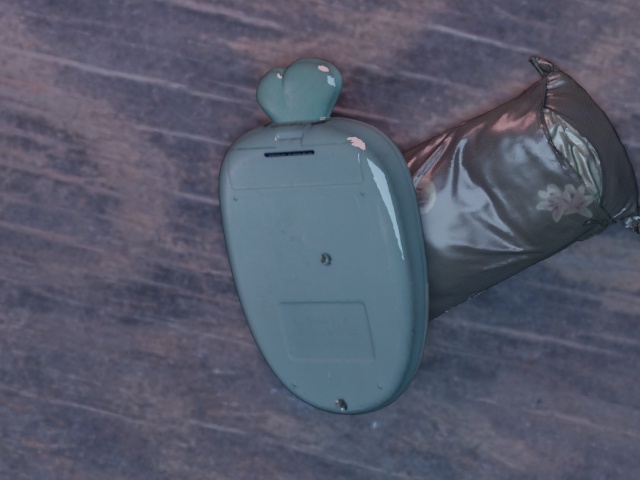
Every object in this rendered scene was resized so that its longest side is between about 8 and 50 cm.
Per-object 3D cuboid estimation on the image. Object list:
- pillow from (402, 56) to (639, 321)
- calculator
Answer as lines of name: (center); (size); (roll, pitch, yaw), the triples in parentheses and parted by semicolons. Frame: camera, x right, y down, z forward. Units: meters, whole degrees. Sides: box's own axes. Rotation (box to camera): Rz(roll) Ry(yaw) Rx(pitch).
pillow: (0.129, -0.025, 1.610); (0.255, 0.059, 0.169); (-29, 98, 9)
calculator: (0.000, 0.000, 1.592); (0.184, 0.042, 0.295); (-2, 104, 34)
